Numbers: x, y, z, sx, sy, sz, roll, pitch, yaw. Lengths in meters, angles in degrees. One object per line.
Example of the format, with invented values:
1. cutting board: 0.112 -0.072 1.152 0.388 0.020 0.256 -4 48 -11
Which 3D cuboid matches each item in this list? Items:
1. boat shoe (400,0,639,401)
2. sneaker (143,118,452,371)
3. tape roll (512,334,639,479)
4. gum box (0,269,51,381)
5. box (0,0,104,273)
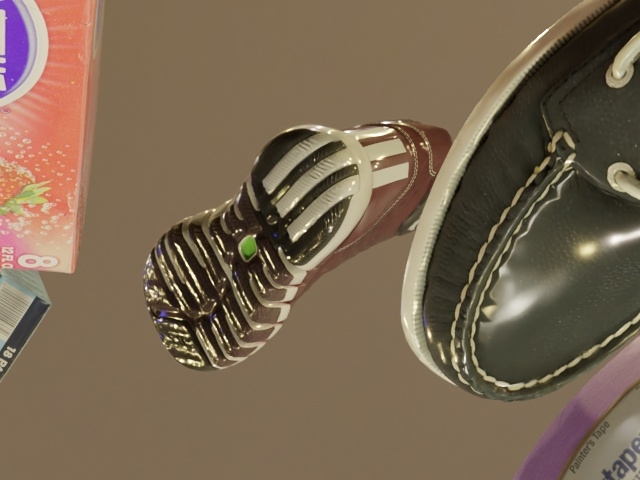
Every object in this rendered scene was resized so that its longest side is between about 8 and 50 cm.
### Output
1. boat shoe: 0.145 -0.051 0.653 0.302 0.114 0.091 -55 -152 12
2. sneaker: 0.000 0.000 1.216 0.162 0.106 0.281 -17 168 -36
3. tape roll: 0.204 0.130 0.857 0.275 0.090 0.275 -41 -163 15
4. gum box: -0.248 0.079 1.202 0.157 0.041 0.184 -56 -164 2
5. box: -0.138 -0.122 0.554 0.300 0.154 0.142 109 -17 -59
